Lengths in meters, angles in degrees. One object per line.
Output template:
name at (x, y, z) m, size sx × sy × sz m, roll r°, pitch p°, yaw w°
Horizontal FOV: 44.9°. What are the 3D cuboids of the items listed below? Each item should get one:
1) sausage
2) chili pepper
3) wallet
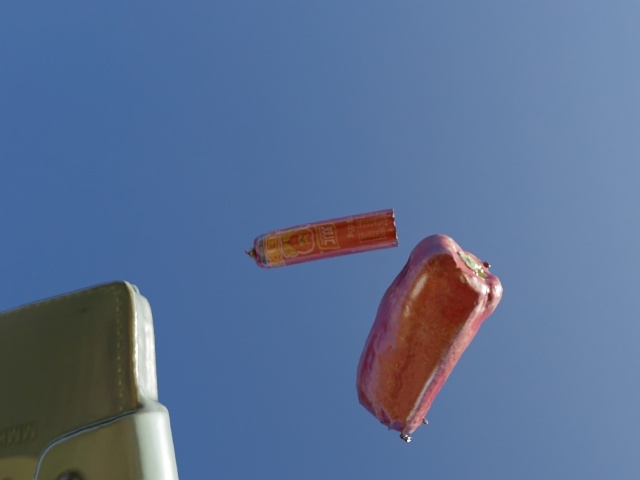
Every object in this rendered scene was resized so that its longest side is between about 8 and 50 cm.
sausage at (0.000, 0.000, 0.650) m, size 0.129 × 0.034 × 0.034 m, roll -9°, pitch -102°, yaw 4°
chili pepper at (0.067, 0.057, 0.498) m, size 0.070 × 0.073 × 0.123 m, roll 40°, pitch -64°, yaw 37°
wallet at (-0.231, 0.215, 0.643) m, size 0.252 × 0.083 × 0.360 m, roll -18°, pitch -114°, yaw 18°
